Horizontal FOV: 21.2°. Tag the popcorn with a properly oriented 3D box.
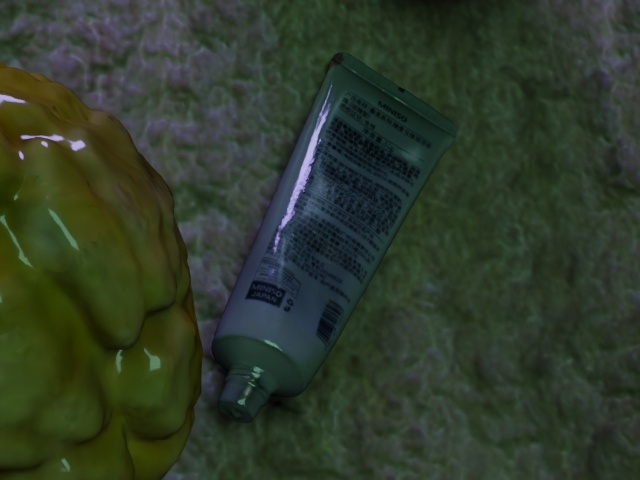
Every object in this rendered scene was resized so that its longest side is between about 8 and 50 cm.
[{"bbox_3d":[-0.257,0.027,1.079,0.390,0.354,0.344,55,19,-28],"label":"popcorn"}]

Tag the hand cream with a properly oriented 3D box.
[{"bbox_3d":[0.000,0.000,1.354,0.124,0.078,0.340,32,57,-7],"label":"hand cream"}]
